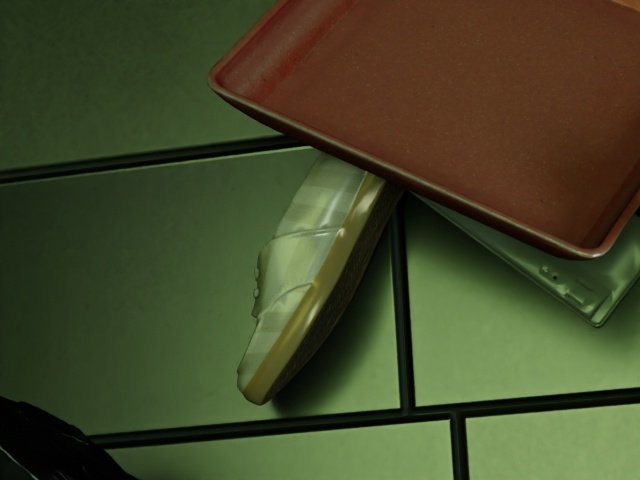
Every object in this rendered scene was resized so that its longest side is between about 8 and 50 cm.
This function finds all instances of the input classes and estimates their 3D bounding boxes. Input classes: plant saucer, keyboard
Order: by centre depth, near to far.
[{"bbox_3d":[0.105,-0.107,1.038,0.259,0.048,0.258,26,52,19],"label":"plant saucer"},{"bbox_3d":[0.098,-0.046,1.094,0.256,0.014,0.072,37,82,20],"label":"keyboard"}]

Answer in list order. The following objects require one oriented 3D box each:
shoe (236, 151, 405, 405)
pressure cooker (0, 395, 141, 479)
[{"bbox_3d":[0.000,0.000,1.068,0.058,0.076,0.219,28,84,13],"label":"shoe"},{"bbox_3d":[-0.162,0.335,0.870,0.375,0.370,0.420,34,87,17],"label":"pressure cooker"}]
